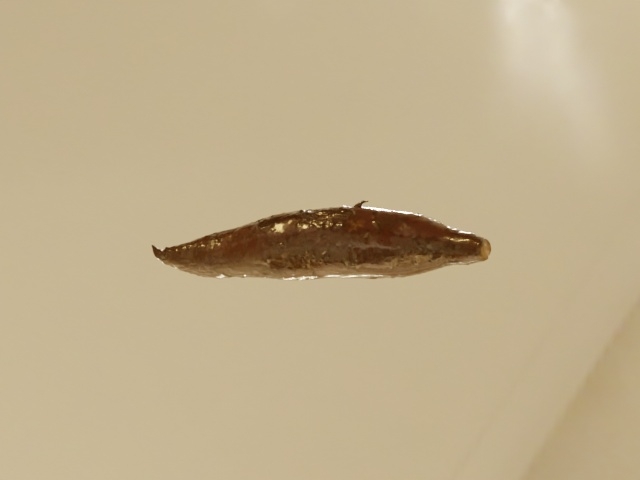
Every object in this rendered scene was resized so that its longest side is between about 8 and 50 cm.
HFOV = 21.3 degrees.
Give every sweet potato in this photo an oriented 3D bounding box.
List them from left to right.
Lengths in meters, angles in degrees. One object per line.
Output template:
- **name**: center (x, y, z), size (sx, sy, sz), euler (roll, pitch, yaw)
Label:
- **sweet potato**: center (0.000, 0.000, 1.512), size (0.314, 0.066, 0.072), euler (1, -94, 17)
